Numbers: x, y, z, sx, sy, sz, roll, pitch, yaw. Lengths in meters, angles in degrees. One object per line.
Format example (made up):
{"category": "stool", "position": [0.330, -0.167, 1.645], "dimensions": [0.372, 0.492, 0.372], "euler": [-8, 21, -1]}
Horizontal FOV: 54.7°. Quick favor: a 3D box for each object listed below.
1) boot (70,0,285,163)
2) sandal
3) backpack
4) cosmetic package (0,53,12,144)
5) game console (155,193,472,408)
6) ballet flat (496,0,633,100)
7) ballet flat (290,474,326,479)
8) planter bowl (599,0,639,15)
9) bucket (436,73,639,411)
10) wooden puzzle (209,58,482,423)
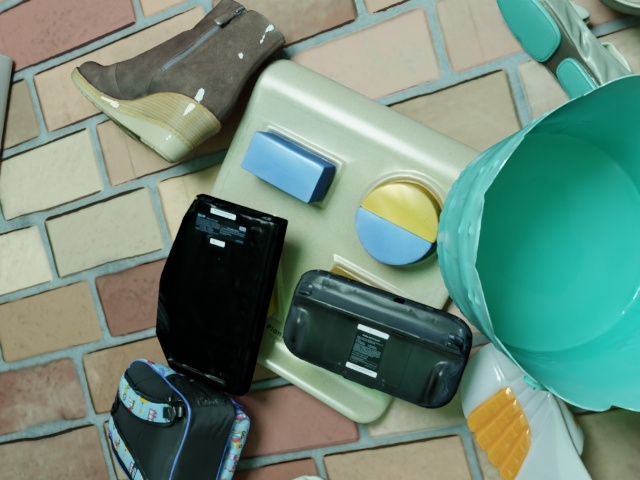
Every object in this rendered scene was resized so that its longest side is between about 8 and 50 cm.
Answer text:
{"category": "boot", "position": [-0.182, -0.219, 0.777], "dimensions": [0.248, 0.090, 0.207], "euler": [35, 82, 32]}
{"category": "sandal", "position": [0.243, 0.236, 0.674], "dimensions": [0.102, 0.076, 0.265], "euler": [-34, 70, 28]}
{"category": "backpack", "position": [-0.190, 0.235, 0.781], "dimensions": [0.173, 0.117, 0.158], "euler": [23, 99, 46]}
{"category": "cosmetic package", "position": [-0.687, -0.136, 0.791], "dimensions": [0.394, 0.327, 0.329], "euler": [12, 97, 16]}
{"category": "game console", "position": [-0.021, 0.094, 0.691], "dimensions": [0.361, 0.044, 0.213], "euler": [18, 105, 16]}
{"category": "ballet flat", "position": [0.268, -0.205, 0.656], "dimensions": [0.068, 0.072, 0.213], "euler": [-33, 84, -12]}
{"category": "ballet flat", "position": [0.026, 0.351, 0.733], "dimensions": [0.400, 0.139, 0.139], "euler": [11, 97, 11]}
{"category": "planter bowl", "position": [0.326, -0.292, 0.602], "dimensions": [0.162, 0.109, 0.162], "euler": [1, 93, 17]}
{"category": "bucket", "position": [0.248, 0.004, 0.570], "dimensions": [0.281, 0.183, 0.281], "euler": [0, 91, -4]}
{"category": "wooden puzzle", "position": [0.000, 0.000, 0.729], "dimensions": [0.322, 0.080, 0.348], "euler": [29, 101, 13]}
